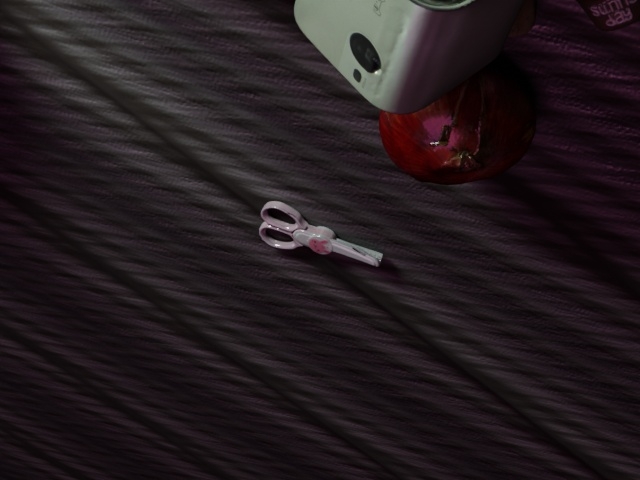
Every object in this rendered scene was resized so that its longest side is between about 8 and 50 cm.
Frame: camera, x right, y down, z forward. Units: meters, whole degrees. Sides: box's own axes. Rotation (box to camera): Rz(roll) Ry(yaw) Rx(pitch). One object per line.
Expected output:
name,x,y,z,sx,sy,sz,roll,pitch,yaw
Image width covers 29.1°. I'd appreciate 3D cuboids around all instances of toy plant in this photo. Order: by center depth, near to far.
toy plant,0.377,-0.384,1.661,0.143,0.105,0.200,-17,116,27

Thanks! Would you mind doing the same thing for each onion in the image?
onion,0.213,-0.171,1.920,0.248,0.161,0.248,5,164,1

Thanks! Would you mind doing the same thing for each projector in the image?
projector,0.129,-0.354,1.619,0.248,0.248,0.249,48,156,14

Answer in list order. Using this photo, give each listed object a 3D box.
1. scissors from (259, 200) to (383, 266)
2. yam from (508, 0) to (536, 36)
scissors,0.000,0.000,2.320,0.242,0.030,0.118,19,142,6
yam,0.263,-0.439,1.665,0.083,0.083,0.371,10,138,14
